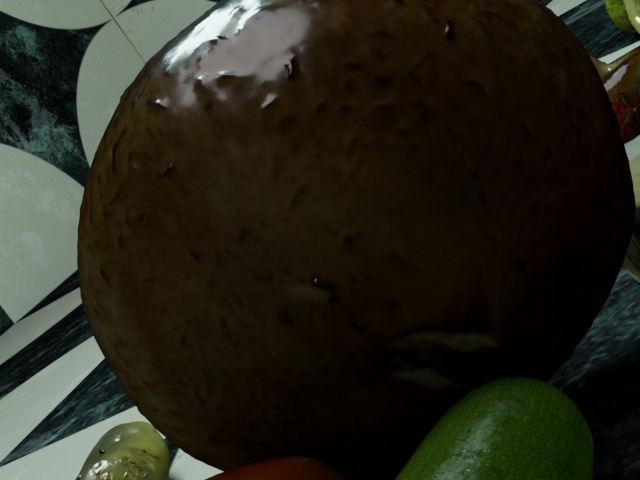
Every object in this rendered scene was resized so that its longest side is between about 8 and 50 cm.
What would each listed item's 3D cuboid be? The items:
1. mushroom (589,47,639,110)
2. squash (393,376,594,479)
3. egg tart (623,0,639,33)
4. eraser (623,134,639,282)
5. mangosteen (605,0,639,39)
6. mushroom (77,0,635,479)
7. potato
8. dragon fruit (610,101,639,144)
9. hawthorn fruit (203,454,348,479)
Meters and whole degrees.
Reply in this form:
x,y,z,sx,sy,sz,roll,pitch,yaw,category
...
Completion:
x,y,z,sx,sy,sz,roll,pitch,yaw,category
0.285,-0.144,1.243,0.126,0.085,0.109,-34,-24,16,mushroom
0.041,0.177,0.557,0.101,0.101,0.379,-26,10,40,squash
0.409,-0.270,1.009,0.352,0.150,0.352,-18,37,14,egg tart
0.266,-0.023,0.791,0.144,0.078,0.343,-33,11,3,eraser
0.373,-0.255,1.264,0.166,0.166,0.180,-24,26,45,mangosteen
0.037,-0.024,0.797,0.331,0.334,0.356,-41,14,29,mushroom
-0.180,0.216,1.128,0.091,0.070,0.138,-33,9,17,potato
0.221,-0.049,1.008,0.106,0.083,0.162,-13,-34,-1,dragon fruit
-0.026,0.179,0.665,0.133,0.133,0.138,-28,3,31,hawthorn fruit
